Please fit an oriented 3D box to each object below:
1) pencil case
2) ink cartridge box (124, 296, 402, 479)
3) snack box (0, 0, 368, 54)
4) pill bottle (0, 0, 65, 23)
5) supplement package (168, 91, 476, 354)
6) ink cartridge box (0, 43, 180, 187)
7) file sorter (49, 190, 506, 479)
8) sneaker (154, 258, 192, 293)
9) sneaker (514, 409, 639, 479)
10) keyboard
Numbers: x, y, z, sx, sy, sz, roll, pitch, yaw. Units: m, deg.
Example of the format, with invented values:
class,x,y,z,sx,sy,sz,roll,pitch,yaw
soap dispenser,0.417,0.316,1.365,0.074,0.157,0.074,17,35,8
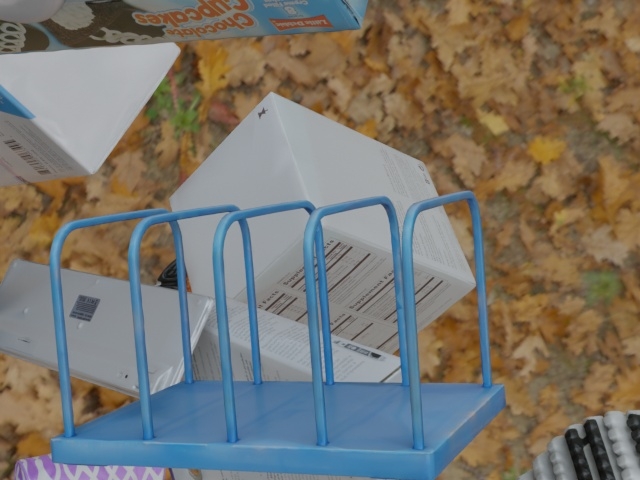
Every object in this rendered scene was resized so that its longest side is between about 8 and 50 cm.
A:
class,x,y,z,sx,sy,sz,roll,pitch,yaw
pencil case,-0.306,0.319,1.523,0.206,0.086,0.088,-7,57,-25
ink cartridge box,-0.022,0.149,0.744,0.045,0.224,0.223,-33,124,-37
snack box,-0.108,-0.223,0.754,0.060,0.321,0.187,41,55,-56
pill bottle,-0.154,-0.229,0.650,0.108,0.108,0.194,28,64,-11
supplement package,0.000,0.000,1.321,0.262,0.198,0.199,20,38,-40
ink cartridge box,-0.348,-0.201,1.334,0.198,0.270,0.197,46,62,-30
file sorter,-0.018,0.036,0.500,0.118,0.170,0.105,-14,100,-67
sneaker,-0.157,0.130,1.445,0.099,0.263,0.121,14,20,17
sneaker,0.245,0.264,1.092,0.118,0.292,0.110,36,33,-23
keyboard,-0.163,0.056,0.774,0.014,0.256,0.072,41,67,-37
